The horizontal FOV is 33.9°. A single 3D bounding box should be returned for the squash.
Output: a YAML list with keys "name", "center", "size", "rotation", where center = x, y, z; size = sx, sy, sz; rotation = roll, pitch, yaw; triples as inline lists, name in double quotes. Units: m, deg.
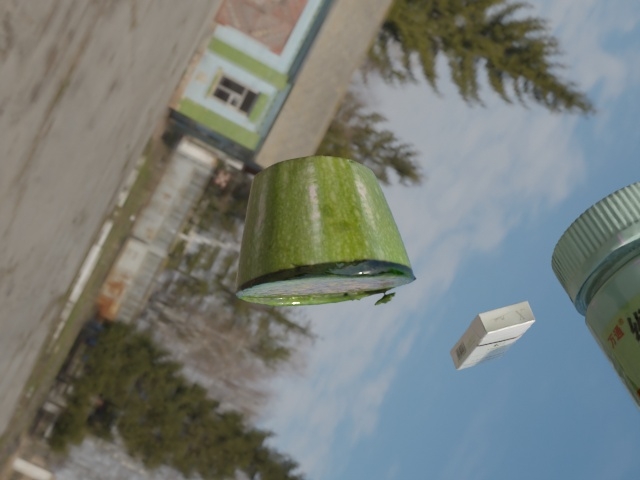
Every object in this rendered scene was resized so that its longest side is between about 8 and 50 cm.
- name: "squash"
  center: [0.000, 0.000, 0.984]
  size: [0.170, 0.170, 0.123]
  rotation: [133, -45, -63]

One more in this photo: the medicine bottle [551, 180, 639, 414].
- name: "medicine bottle"
  center: [0.346, 0.108, 0.926]
  size: [0.158, 0.158, 0.318]
  rotation: [-56, -135, 39]

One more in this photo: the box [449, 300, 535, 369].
- name: "box"
  center: [0.259, 0.147, 1.598]
  size: [0.154, 0.084, 0.040]
  rotation: [110, -34, -60]
